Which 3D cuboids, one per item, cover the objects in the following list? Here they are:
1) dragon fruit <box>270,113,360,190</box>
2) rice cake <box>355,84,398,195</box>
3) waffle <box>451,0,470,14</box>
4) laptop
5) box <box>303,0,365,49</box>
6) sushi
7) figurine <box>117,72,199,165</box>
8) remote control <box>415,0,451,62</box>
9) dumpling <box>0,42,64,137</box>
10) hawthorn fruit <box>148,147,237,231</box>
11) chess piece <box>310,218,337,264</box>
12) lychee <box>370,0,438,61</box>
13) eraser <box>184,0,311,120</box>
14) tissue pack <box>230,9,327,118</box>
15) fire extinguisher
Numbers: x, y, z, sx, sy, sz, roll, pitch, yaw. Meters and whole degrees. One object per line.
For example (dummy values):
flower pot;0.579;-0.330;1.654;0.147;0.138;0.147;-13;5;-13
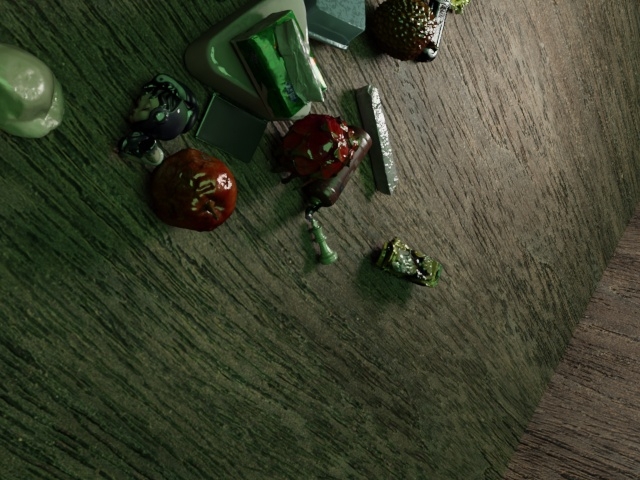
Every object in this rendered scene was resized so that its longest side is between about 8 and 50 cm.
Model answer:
dragon fruit;-0.022;-0.253;1.498;0.193;0.274;0.192;49;28;-68
rice cake;0.188;-0.323;1.749;0.056;0.073;0.364;-32;116;-35
waffle;0.463;-0.971;1.876;0.317;0.073;0.297;27;85;-46
laptop;-0.235;-0.296;1.432;0.180;0.016;0.129;23;94;-39
box;0.018;-0.654;1.522;0.227;0.130;0.162;7;78;-39
sushi;0.315;0.074;1.883;0.291;0.131;0.139;21;85;-31
figurine;-0.368;-0.278;1.251;0.145;0.145;0.222;34;69;-38
remote control;0.391;-0.736;1.823;0.090;0.066;0.265;9;103;-43
dumpling;-0.618;-0.300;1.060;0.250;0.132;0.162;23;73;-55
hawthorn fruit;-0.285;-0.106;1.278;0.208;0.243;0.207;-18;125;-28
chess piece;0.000;0.000;1.662;0.059;0.059;0.149;-36;112;-30
lychee;0.270;-0.659;1.681;0.238;0.200;0.200;21;83;-17
eraser;-0.150;-0.502;1.396;0.331;0.150;0.331;-6;100;-39
tissue pack;-0.080;-0.417;1.276;0.148;0.156;0.209;-42;123;-23
fire extinguisher;0.038;-0.189;1.606;0.102;0.138;0.344;37;72;-16
